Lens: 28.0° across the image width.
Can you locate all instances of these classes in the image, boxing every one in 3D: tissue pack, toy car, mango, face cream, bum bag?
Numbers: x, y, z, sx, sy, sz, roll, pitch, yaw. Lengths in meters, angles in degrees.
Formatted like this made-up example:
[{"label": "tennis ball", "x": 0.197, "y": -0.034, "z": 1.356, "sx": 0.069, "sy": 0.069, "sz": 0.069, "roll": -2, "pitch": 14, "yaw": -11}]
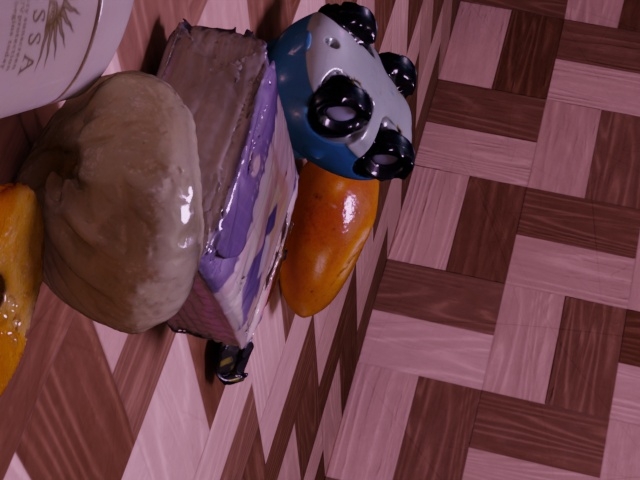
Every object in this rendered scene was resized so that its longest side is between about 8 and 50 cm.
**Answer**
[{"label": "tissue pack", "x": -0.112, "y": -0.044, "z": 1.369, "sx": 0.344, "sy": 0.125, "sz": 0.242, "roll": 81, "pitch": 23, "yaw": -70}, {"label": "toy car", "x": 0.015, "y": -0.185, "z": 1.719, "sx": 0.255, "sy": 0.190, "sz": 0.189, "roll": 39, "pitch": 44, "yaw": -46}, {"label": "mango", "x": 0.000, "y": 0.000, "z": 2.059, "sx": 0.187, "sy": 0.138, "sz": 0.257, "roll": -168, "pitch": -86, "yaw": -82}, {"label": "face cream", "x": -0.206, "y": -0.159, "z": 0.811, "sx": 0.348, "sy": 0.081, "sz": 0.174, "roll": -42, "pitch": 143, "yaw": -73}, {"label": "bum bag", "x": -0.099, "y": 0.086, "z": 1.790, "sx": 0.107, "sy": 0.060, "sz": 0.233, "roll": 101, "pitch": 6, "yaw": -71}]

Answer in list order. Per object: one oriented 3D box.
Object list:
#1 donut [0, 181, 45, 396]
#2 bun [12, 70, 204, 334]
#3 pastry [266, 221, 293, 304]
[{"label": "donut", "x": -0.248, "y": 0.041, "z": 0.851, "sx": 0.190, "sy": 0.074, "sz": 0.174, "roll": -73, "pitch": 169, "yaw": -50}, {"label": "bun", "x": -0.171, "y": -0.030, "z": 0.985, "sx": 0.222, "sy": 0.127, "sz": 0.222, "roll": 177, "pitch": -90, "yaw": -69}, {"label": "pastry", "x": -0.092, "y": 0.006, "z": 1.644, "sx": 0.182, "sy": 0.093, "sz": 0.193, "roll": 60, "pitch": 42, "yaw": -79}]
